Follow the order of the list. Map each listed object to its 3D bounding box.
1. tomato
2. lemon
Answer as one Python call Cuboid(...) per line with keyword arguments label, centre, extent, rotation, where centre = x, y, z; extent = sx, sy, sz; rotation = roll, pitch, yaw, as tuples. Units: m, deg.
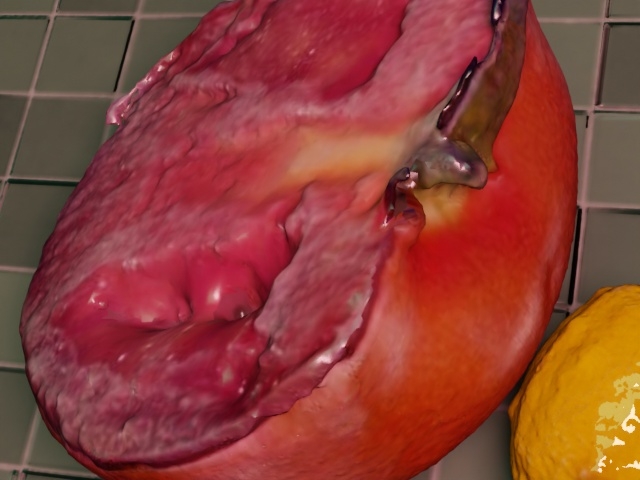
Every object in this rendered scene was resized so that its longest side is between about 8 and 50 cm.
Cuboid(label="tomato", centre=(0.004, -0.002, 0.754), extent=(0.289, 0.176, 0.335), rotation=(5, 63, 46))
Cuboid(label="lemon", centre=(0.150, 0.091, 0.694), extent=(0.114, 0.114, 0.155), rotation=(26, 78, 25))
